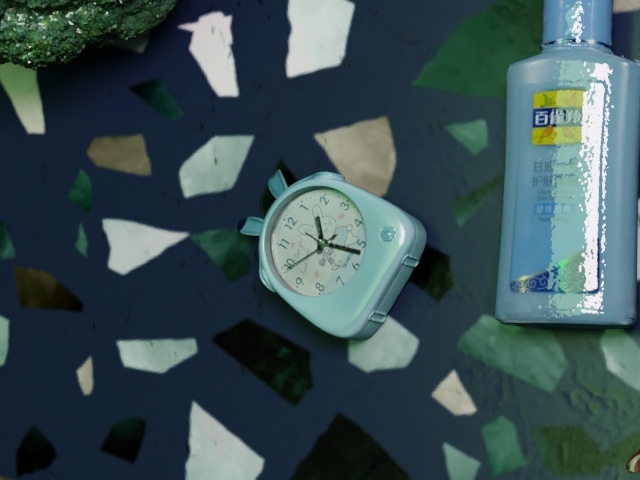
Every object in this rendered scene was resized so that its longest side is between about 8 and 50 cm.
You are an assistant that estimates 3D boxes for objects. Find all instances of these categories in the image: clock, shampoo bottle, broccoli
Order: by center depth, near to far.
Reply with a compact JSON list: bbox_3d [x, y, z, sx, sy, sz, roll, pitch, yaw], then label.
[{"bbox_3d":[0.180,-0.067,1.363,0.103,0.061,0.258,0,82,23],"label":"shampoo bottle"},{"bbox_3d":[0.000,0.000,1.443,0.147,0.045,0.108,34,96,25],"label":"clock"},{"bbox_3d":[-0.217,-0.265,1.457,0.270,0.270,0.270,-42,95,14],"label":"broccoli"}]

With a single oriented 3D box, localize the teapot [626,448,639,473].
[{"bbox_3d":[0.273,0.096,1.272,0.173,0.116,0.116,-45,68,11],"label":"teapot"}]
